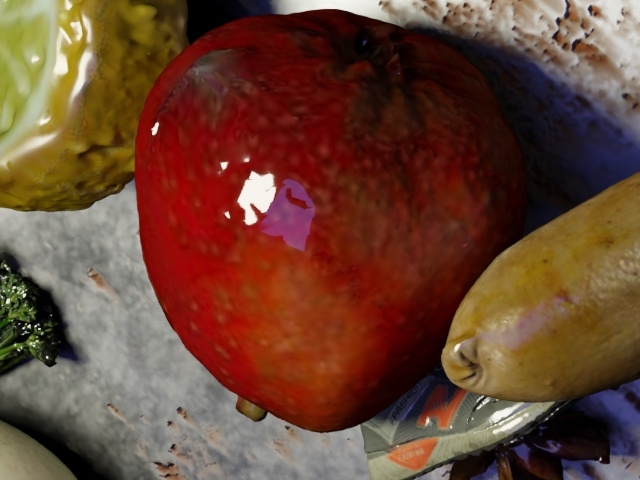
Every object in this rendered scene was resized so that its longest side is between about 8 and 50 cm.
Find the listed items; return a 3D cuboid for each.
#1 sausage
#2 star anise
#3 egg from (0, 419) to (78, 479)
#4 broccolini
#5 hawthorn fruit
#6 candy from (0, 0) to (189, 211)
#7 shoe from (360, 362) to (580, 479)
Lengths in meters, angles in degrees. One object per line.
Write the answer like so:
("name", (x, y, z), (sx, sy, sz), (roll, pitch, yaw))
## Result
("sausage", (0.301, -0.032, 1.117), (0.501, 0.136, 0.123), (-29, 71, 8))
("star anise", (0.138, 0.128, 1.327), (0.168, 0.057, 0.167), (6, 106, 21))
("egg", (-0.296, 0.228, 1.486), (0.286, 0.174, 0.264), (33, 136, 32))
("broccolini", (-0.339, 0.077, 1.524), (0.272, 0.062, 0.123), (-18, 87, 29))
("hawthorn fruit", (0.000, 0.000, 1.238), (0.265, 0.265, 0.307), (23, 114, 16))
("candy", (-0.203, -0.148, 1.321), (0.260, 0.118, 0.259), (-5, 83, 44))
("shoe", (0.097, 0.111, 1.272), (0.194, 0.074, 0.077), (-28, 86, 39))
